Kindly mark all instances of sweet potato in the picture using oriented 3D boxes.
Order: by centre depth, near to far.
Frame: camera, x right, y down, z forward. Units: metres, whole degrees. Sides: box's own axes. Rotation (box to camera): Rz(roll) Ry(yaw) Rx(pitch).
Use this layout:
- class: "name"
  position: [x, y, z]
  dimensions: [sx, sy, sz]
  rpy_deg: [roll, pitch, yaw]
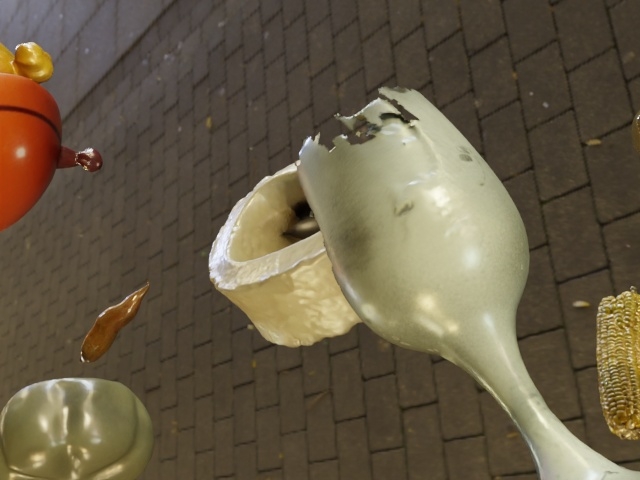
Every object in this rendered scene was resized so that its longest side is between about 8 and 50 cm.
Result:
- class: "sweet potato"
  position: [-0.378, 0.147, 1.329]
  dimensions: [0.195, 0.056, 0.056]
  rpy_deg: [-48, 42, -1]

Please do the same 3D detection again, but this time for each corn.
- class: "corn"
  position: [0.578, 0.232, 1.387]
  dimensions: [0.102, 0.102, 0.312]
  rpy_deg: [-29, 31, 44]

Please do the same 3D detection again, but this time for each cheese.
- class: "cheese"
  position: [-0.001, -0.004, 1.109]
  dimensions: [0.332, 0.153, 0.292]
  rpy_deg: [-16, 37, 32]

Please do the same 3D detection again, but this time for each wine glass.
- class: "wine glass"
  position: [0.099, 0.046, 0.467]
  dimensions: [0.143, 0.143, 0.321]
  rpy_deg: [-50, 54, 31]

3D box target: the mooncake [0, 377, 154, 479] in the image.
- class: "mooncake"
  position: [-0.413, 0.350, 1.210]
  dimensions: [0.275, 0.275, 0.135]
  rpy_deg: [-51, 39, 30]

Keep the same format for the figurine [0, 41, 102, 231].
- class: "figurine"
  position: [-0.373, -0.077, 0.643]
  dimensions: [0.196, 0.323, 0.320]
  rpy_deg: [55, 142, 0]

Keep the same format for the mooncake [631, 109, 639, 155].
- class: "mooncake"
  position: [0.570, -0.098, 0.899]
  dimensions: [0.201, 0.378, 0.378]
  rpy_deg: [-34, 44, -6]
